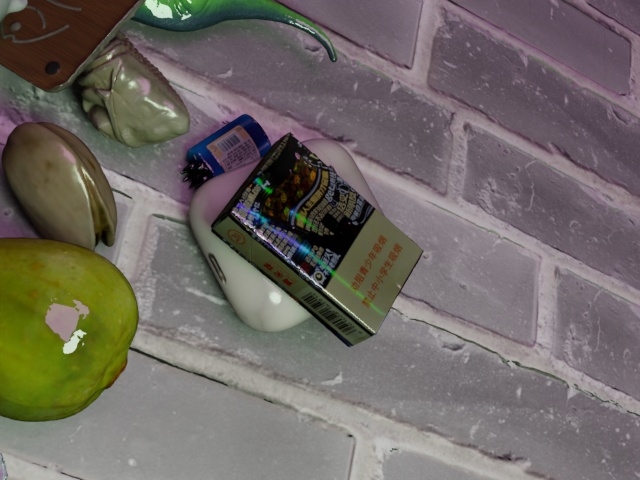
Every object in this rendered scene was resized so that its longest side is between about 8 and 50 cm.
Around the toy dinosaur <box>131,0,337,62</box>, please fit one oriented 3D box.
[{"bbox_3d":[-0.230,-0.389,1.796,0.500,0.144,0.374,37,60,-7],"label":"toy dinosaur"}]

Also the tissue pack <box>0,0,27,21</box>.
[{"bbox_3d":[-0.579,-0.452,1.526,0.236,0.229,0.333,23,48,-40],"label":"tissue pack"}]

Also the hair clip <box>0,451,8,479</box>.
[{"bbox_3d":[-0.506,0.332,1.267,0.310,0.206,0.194,51,57,-5],"label":"hair clip"}]

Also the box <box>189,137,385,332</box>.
[{"bbox_3d":[-0.042,-0.015,1.743,0.349,0.141,0.289,-25,84,-36],"label":"box"}]

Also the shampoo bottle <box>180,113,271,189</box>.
[{"bbox_3d":[-0.171,-0.151,1.780,0.183,0.050,0.087,-40,95,-37],"label":"shampoo bottle"}]

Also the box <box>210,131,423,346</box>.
[{"bbox_3d":[0.000,0.000,1.625,0.310,0.084,0.198,41,56,-11],"label":"box"}]

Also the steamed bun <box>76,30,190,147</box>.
[{"bbox_3d":[-0.328,-0.239,1.662,0.144,0.211,0.218,-43,118,5],"label":"steamed bun"}]

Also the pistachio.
[{"bbox_3d":[-0.399,-0.080,1.559,0.137,0.153,0.238,-38,119,-27],"label":"pistachio"}]

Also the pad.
[{"bbox_3d":[-0.432,-0.391,1.612,0.286,0.018,0.284,31,74,22],"label":"pad"}]

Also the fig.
[{"bbox_3d":[-0.424,0.113,1.398,0.326,0.258,0.258,19,59,-2],"label":"fig"}]
